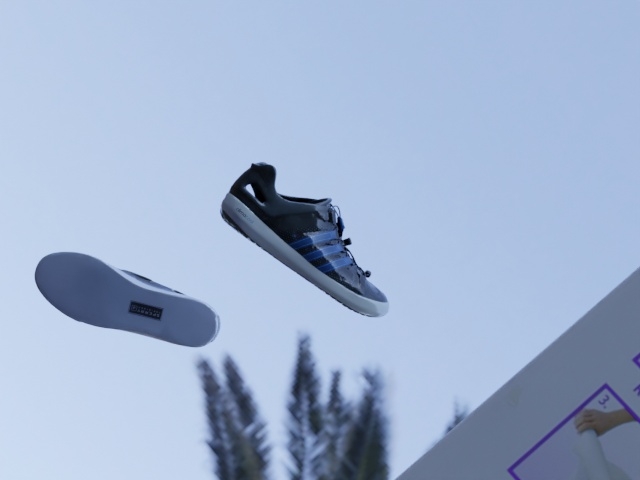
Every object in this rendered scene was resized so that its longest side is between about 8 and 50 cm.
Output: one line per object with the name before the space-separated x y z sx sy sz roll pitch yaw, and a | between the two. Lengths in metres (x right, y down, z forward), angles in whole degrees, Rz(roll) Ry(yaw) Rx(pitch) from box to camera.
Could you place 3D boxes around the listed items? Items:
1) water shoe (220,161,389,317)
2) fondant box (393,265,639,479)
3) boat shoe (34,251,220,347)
water shoe | 0.000 0.000 1.383 0.203 0.080 0.073 35 -1 -18
fondant box | 0.088 0.125 0.524 0.096 0.330 0.238 47 -7 20
boat shoe | -0.231 0.071 1.703 0.228 0.080 0.076 15 -4 -7
